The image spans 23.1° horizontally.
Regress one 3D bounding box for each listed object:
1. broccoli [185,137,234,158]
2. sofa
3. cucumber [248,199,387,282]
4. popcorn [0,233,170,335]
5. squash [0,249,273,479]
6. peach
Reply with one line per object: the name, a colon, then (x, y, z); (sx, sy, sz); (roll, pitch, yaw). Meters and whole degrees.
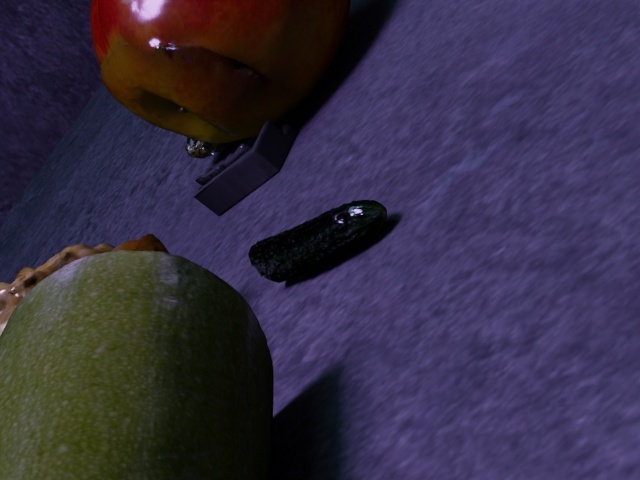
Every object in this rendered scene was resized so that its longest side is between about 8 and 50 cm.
broccoli: (-0.167, -0.187, 2.321); (0.130, 0.120, 0.131); (-8, 70, 57)
sofa: (-0.105, -0.105, 2.089); (0.147, 0.060, 0.085); (-34, 23, 44)
cucumber: (0.000, 0.000, 1.617); (0.058, 0.052, 0.215); (-27, 3, -36)
popcorn: (-0.272, 0.112, 1.805); (0.332, 0.225, 0.265); (-36, -1, 21)
squash: (-0.169, 0.198, 1.269); (0.263, 0.263, 0.384); (-45, 18, 18)
peach: (-0.134, -0.318, 2.135); (0.370, 0.370, 0.370); (-45, 18, 18)
